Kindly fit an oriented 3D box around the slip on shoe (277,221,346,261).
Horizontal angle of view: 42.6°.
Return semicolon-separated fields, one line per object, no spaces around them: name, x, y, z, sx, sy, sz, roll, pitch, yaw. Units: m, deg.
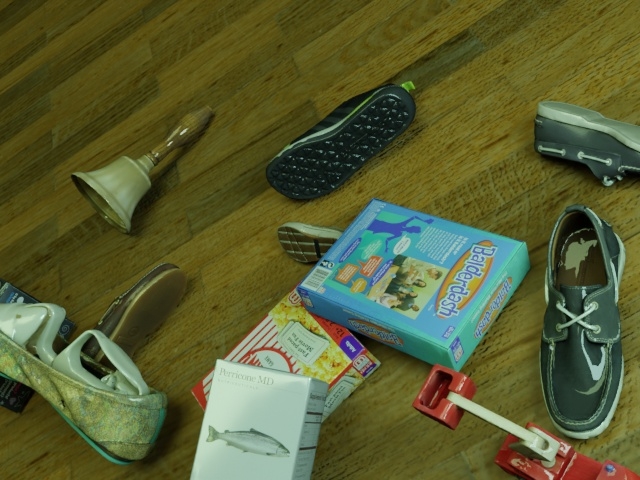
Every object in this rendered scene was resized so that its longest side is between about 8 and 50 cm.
slip on shoe;0.000;0.000;1.060;0.041;0.051;0.135;-24;20;-40

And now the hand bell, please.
hand bell;-0.266;-0.138;1.316;0.242;0.126;0.126;-46;44;-18

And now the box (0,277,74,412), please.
box;-0.526;0.134;1.256;0.247;0.142;0.163;16;70;42

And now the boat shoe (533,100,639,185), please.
boat shoe;0.324;-0.095;0.904;0.206;0.075;0.064;32;123;39

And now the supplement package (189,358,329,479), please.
supplement package;-0.065;0.222;0.846;0.105;0.105;0.179;8;79;13

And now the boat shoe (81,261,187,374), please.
boat shoe;-0.272;0.109;1.142;0.073;0.073;0.207;35;82;39

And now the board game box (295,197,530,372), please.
board game box;0.102;0.043;0.919;0.210;0.047;0.160;20;57;39

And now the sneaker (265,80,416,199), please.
sneaker;0.033;-0.139;1.128;0.235;0.084;0.097;-29;23;13

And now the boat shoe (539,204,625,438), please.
boat shoe;0.251;0.075;0.805;0.084;0.079;0.233;-4;59;31

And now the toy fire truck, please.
toy fire truck;0.189;0.184;0.726;0.192;0.135;0.047;19;71;42

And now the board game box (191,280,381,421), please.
board game box;-0.045;0.162;0.967;0.193;0.045;0.147;-45;45;-2

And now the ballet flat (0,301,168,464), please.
ballet flat;-0.338;0.148;1.054;0.349;0.123;0.123;31;78;15
